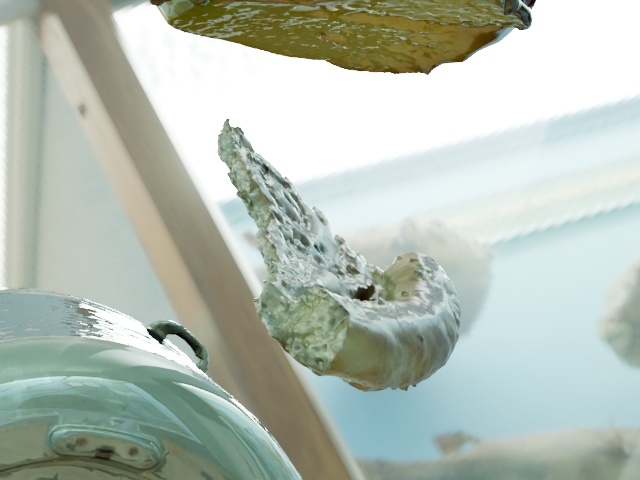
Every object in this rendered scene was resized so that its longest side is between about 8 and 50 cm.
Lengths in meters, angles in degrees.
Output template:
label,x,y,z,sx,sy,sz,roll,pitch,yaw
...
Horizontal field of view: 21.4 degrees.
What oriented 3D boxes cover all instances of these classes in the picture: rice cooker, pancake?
label,x,y,z,sx,sy,sz,roll,pitch,yaw
rice cooker,-0.152,0.167,0.840,0.288,0.288,0.277,-21,11,-14
pancake,0.000,0.000,1.144,0.057,0.244,0.266,-42,-20,16

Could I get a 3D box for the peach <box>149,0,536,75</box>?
label,x,y,z,sx,sy,sz,roll,pitch,yaw
peach,0.001,-0.120,0.478,0.151,0.118,0.151,2,-28,1
